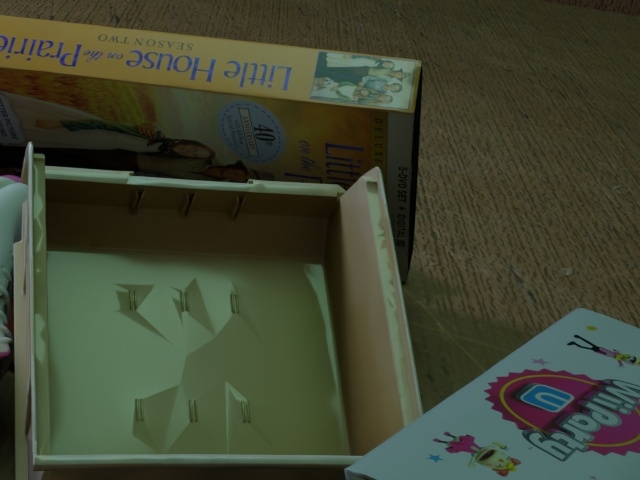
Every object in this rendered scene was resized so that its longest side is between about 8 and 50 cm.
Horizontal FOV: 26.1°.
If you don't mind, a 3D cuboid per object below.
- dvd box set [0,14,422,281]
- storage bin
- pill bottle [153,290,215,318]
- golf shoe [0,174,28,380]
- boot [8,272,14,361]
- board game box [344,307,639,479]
[{"bbox_3d":[-0.120,-0.077,1.265,0.421,0.307,0.062,7,62,5],"label":"dvd box set"},{"bbox_3d":[-0.082,0.061,0.989,0.262,0.123,0.260,3,59,-18],"label":"storage bin"},{"bbox_3d":[-0.120,0.047,1.181,0.121,0.121,0.216,8,21,-5],"label":"pill bottle"},{"bbox_3d":[-0.277,0.066,1.040,0.140,0.115,0.306,26,44,8],"label":"golf shoe"},{"bbox_3d":[-0.272,0.046,1.165,0.158,0.084,0.059,27,24,33],"label":"boot"},{"bbox_3d":[0.080,0.207,0.594,0.098,0.303,0.224,21,23,27],"label":"board game box"}]
